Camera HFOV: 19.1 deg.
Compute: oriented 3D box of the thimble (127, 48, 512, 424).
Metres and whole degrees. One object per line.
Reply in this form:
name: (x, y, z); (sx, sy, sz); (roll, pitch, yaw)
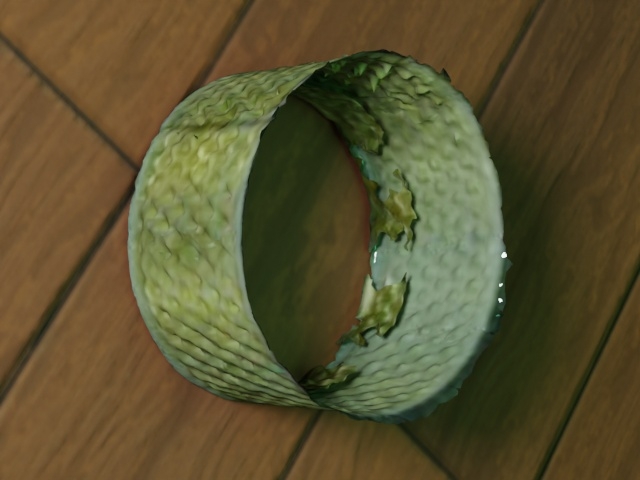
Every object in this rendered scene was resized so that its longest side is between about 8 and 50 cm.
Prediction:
thimble: (0.000, 0.000, 1.405); (0.271, 0.150, 0.271); (1, 89, -41)
